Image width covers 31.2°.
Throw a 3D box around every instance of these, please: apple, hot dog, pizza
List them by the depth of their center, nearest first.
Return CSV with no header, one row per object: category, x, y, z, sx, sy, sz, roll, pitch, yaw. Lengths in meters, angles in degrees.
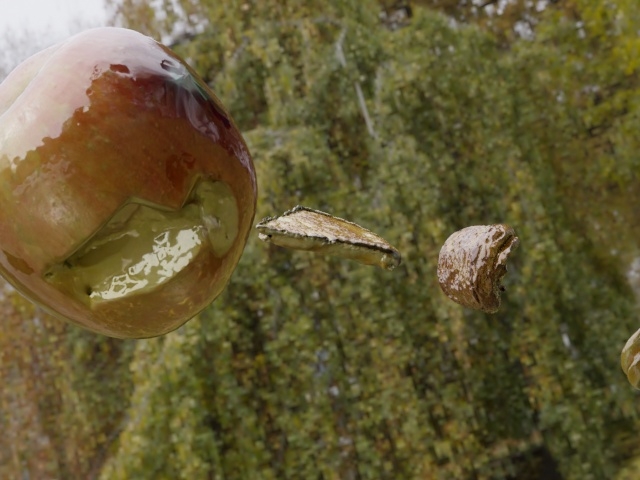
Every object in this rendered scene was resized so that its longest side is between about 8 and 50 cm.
apple,-0.127,-0.030,0.710,0.199,0.199,0.199,-15,-14,-4
hot dog,0.173,0.027,1.241,0.065,0.099,0.147,18,-6,-11
pizza,0.000,0.000,1.342,0.184,0.036,0.176,22,16,36

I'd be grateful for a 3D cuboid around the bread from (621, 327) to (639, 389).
bread,0.213,0.086,0.668,0.033,0.088,0.049,-7,-41,-49
